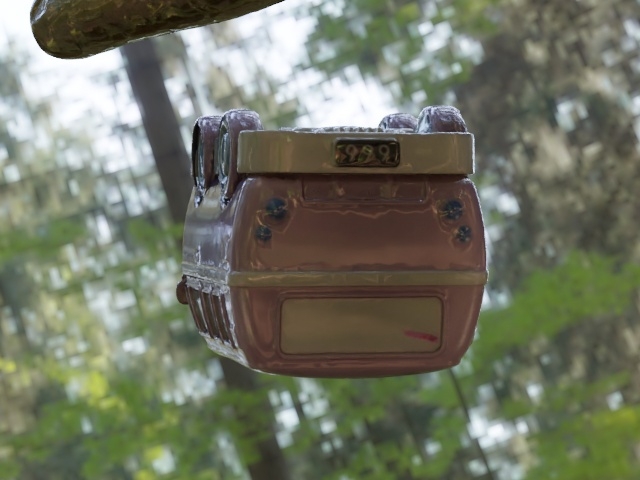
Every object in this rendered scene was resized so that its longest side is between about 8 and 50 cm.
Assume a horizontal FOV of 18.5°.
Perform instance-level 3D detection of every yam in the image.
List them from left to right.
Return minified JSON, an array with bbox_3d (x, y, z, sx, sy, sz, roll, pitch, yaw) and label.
[{"bbox_3d":[-0.011,-0.053,0.362,0.116,0.021,0.021,-12,-16,37],"label":"yam"}]

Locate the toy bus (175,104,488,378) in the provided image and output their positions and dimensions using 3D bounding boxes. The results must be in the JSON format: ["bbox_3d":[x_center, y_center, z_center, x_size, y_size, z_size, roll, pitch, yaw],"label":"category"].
[{"bbox_3d":[0.000,0.000,1.072,0.142,0.142,0.202,-2,2,-12],"label":"toy bus"}]
